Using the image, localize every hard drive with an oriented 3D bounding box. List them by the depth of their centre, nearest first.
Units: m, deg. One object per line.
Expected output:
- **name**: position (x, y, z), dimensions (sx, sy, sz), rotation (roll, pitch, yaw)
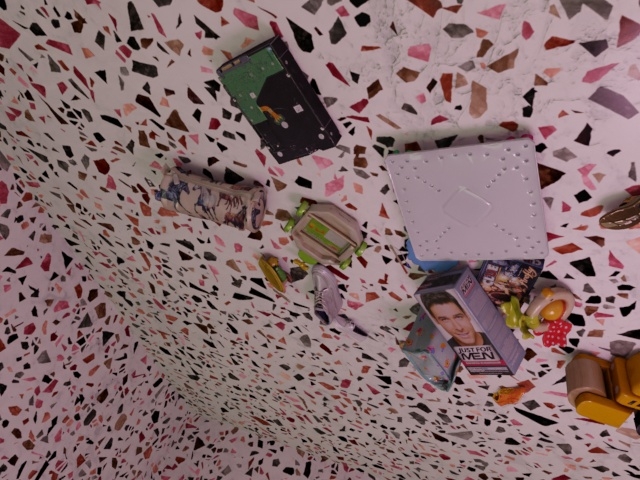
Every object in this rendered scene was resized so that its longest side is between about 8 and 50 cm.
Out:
- **hard drive**: position (-0.119, -0.390, 1.513), dimensions (0.236, 0.064, 0.339), rotation (-11, 128, 40)

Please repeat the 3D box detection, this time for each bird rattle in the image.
- **bird rattle**: position (0.708, 0.238, 1.636), dimensions (0.253, 0.143, 0.207), rotation (16, 120, -20)

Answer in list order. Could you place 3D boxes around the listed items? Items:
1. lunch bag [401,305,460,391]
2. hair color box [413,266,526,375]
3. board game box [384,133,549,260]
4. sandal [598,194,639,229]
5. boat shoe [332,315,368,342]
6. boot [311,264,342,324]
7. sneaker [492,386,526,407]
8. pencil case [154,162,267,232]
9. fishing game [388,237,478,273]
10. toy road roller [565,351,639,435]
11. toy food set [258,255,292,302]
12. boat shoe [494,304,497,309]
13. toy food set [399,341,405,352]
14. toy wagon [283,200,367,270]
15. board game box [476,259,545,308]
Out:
- **lunch bag**: position (0.444, 0.395, 1.921), dimensions (0.160, 0.223, 0.262), rotation (-8, 130, 48)
- **hair color box**: position (0.498, 0.278, 1.759), dimensions (0.375, 0.113, 0.185), rotation (53, 145, -12)
- **board game box**: position (0.416, -0.105, 1.481), dimensions (0.389, 0.050, 0.390), rotation (-2, 130, 30)
- **sandal**: position (0.783, -0.087, 1.310), dimensions (0.072, 0.049, 0.180), rotation (34, 128, -16)
- **boat shoe**: position (0.124, 0.367, 2.225), dimensions (0.184, 0.066, 0.063), rotation (41, 130, -14)
- **boot**: position (0.014, 0.222, 2.076), dimensions (0.095, 0.123, 0.258), rotation (1, 135, 31)
- **sneaker**: position (0.757, 0.625, 2.121), dimensions (0.067, 0.064, 0.175), rotation (40, 140, 2)
- **pencil case**: position (-0.379, -0.150, 1.872), dimensions (0.409, 0.160, 0.184), rotation (15, 155, 18)
- **fishing game**: position (0.364, 0.028, 1.707), dimensions (0.263, 0.041, 0.189), rotation (-15, 125, 32)
- **toy road roller**: position (0.982, 0.453, 1.681), dimensions (0.329, 0.203, 0.241), rotation (15, 129, 9)
- **toy food set**: position (-0.174, 0.139, 2.158), dimensions (0.128, 0.071, 0.218), rotation (25, 148, 47)
- **boat shoe**: position (0.572, 0.272, 1.839), dimensions (0.075, 0.065, 0.206), rotation (34, 144, 22)
- **toy food set**: position (0.368, 0.454, 2.202), dimensions (0.082, 0.020, 0.083), rotation (15, 140, 17)
- **toy wagon**: position (0.000, 0.000, 1.880), dimensions (0.267, 0.068, 0.344), rotation (34, 143, -7)
- **board game box**: position (0.585, 0.123, 1.671), dimensions (0.164, 0.042, 0.243), rotation (18, 141, 14)
